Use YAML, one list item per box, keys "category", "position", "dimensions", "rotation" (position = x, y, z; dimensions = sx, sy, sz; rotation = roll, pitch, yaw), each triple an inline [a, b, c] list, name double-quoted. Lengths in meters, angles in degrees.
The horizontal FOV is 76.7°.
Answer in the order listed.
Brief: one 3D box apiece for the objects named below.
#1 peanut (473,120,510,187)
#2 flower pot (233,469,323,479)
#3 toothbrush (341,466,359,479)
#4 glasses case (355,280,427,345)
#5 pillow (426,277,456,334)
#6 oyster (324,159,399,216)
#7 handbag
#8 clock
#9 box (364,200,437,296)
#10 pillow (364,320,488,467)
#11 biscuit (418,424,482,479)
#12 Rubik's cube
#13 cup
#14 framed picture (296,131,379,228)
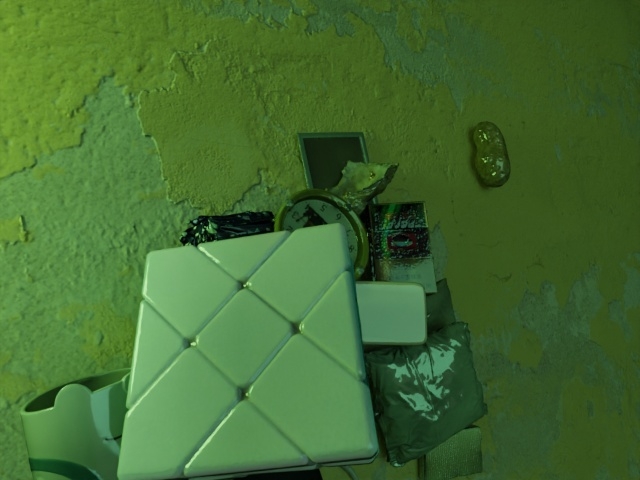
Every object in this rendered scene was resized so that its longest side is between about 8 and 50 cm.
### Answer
- category: "peanut"
  position: [0.553, -0.283, 1.318]
  dimensions: [0.108, 0.095, 0.226]
  rotation: [-1, 80, -25]
- category: "flower pot"
  position: [-0.083, 0.471, 0.782]
  dimensions: [0.235, 0.235, 0.148]
  rotation: [8, 58, -26]
- category: "toothbrush"
  position: [0.056, 0.516, 0.937]
  dimensions: [0.307, 0.025, 0.030]
  rotation: [50, 54, -11]
- category: "glasses case"
  position: [0.067, 0.163, 0.914]
  dimensions: [0.335, 0.076, 0.144]
  rotation: [3, 79, -3]
- category: "pillow"
  position: [0.311, 0.228, 1.093]
  dimensions: [0.148, 0.050, 0.230]
  rotation: [-23, 109, -21]
- category: "oyster"
  position: [0.089, -0.122, 1.013]
  dimensions: [0.232, 0.161, 0.108]
  rotation: [-38, 115, -21]
- category: "handbag"
  position: [-0.166, 0.021, 0.869]
  dimensions: [0.259, 0.113, 0.162]
  rotation: [-7, 79, -33]
- category: "clock"
  position: [0.000, 0.000, 0.891]
  dimensions: [0.236, 0.057, 0.238]
  rotation: [12, 65, -27]
- category: "box"
  position: [0.198, 0.024, 1.028]
  dimensions: [0.159, 0.071, 0.241]
  rotation: [-5, 76, 1]
- category: "pillow"
  position: [0.264, 0.359, 0.994]
  dimensions: [0.309, 0.138, 0.284]
  rotation: [-19, 96, -15]
- category: "biscuit"
  position: [0.344, 0.560, 1.072]
  dimensions: [0.199, 0.040, 0.122]
  rotation: [7, 79, -25]
- category: "Rubik's cube"
  position: [-0.083, 0.198, 0.661]
  dimensions: [0.317, 0.316, 0.322]
  rotation: [-9, 58, 3]
- category: "cup"
  position: [-0.319, 0.334, 0.685]
  dimensions: [0.289, 0.219, 0.258]
  rotation: [-7, 83, -61]
- category: "framed picture"
  position: [0.053, -0.156, 1.075]
  dimensions: [0.216, 0.017, 0.275]
  rotation: [-7, 83, -28]
